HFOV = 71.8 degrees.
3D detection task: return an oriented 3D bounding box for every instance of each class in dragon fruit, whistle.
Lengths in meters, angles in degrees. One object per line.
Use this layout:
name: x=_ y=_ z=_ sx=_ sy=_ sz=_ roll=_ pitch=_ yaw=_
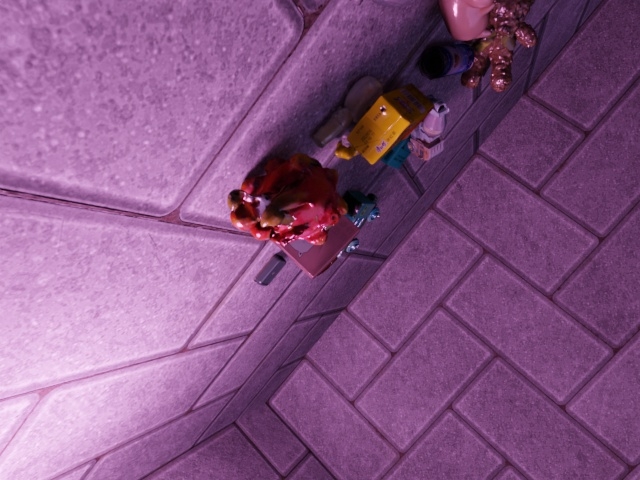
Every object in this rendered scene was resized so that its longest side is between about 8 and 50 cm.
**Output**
dragon fruit: x=-0.076 y=-0.086 z=1.089 sx=0.307 sy=0.227 sz=0.243 roll=-38 pitch=156 yaw=-22
whistle: x=0.083 y=-0.345 z=1.185 sx=0.258 sy=0.067 sz=0.126 roll=-43 pitch=162 yaw=-8

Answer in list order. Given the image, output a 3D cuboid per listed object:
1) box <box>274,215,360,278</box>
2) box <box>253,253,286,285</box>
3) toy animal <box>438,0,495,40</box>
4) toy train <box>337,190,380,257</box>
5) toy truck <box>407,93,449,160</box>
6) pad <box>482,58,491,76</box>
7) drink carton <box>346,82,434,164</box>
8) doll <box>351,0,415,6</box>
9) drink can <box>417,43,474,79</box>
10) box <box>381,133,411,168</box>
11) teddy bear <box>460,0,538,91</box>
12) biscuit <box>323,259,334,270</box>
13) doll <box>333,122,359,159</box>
box: x=-0.026 y=-0.026 z=1.358 sx=0.215 sy=0.215 sz=0.086 roll=-45 pitch=174 yaw=-11
box: x=-0.177 y=0.109 z=1.578 sx=0.126 sy=0.031 sz=0.091 roll=-50 pitch=163 yaw=1
toy animal: x=0.385 y=-0.642 z=1.142 sx=0.153 sy=0.167 sz=0.250 roll=-5 pitch=153 yaw=5
toy train: x=0.111 y=-0.064 z=1.769 sx=0.194 sy=0.120 sz=0.298 roll=-7 pitch=134 yaw=-55
toy truck: x=0.391 y=-0.404 z=1.585 sx=0.108 sy=0.140 sz=0.257 roll=-31 pitch=142 yaw=-13
pad: x=0.700 y=-0.820 z=1.682 sx=0.247 sy=0.007 sz=0.368 roll=-16 pitch=136 yaw=-61
drink carton: x=0.211 y=-0.343 z=1.269 sx=0.154 sy=0.111 sz=0.351 roll=-47 pitch=180 yaw=33
doll: x=0.179 y=-0.574 z=0.861 sx=0.245 sy=0.158 sz=0.340 roll=-20 pitch=-151 yaw=53
drink can: x=0.409 y=-0.579 z=1.424 sx=0.235 sy=0.097 sz=0.097 roll=-29 pitch=154 yaw=-44
box: x=0.343 y=-0.391 z=1.748 sx=0.226 sy=0.042 sz=0.161 roll=-54 pitch=161 yaw=18
teddy bear: x=0.603 y=-0.669 z=1.485 sx=0.222 sy=0.246 sz=0.296 roll=-53 pitch=151 yaw=-77
biscuit: x=0.022 y=0.099 z=2.012 sx=0.192 sy=0.049 sz=0.192 roll=-39 pitch=161 yaw=-16
doll: x=0.085 y=-0.305 z=1.300 sx=0.135 sy=0.071 sz=0.113 roll=-49 pitch=145 yaw=-20
